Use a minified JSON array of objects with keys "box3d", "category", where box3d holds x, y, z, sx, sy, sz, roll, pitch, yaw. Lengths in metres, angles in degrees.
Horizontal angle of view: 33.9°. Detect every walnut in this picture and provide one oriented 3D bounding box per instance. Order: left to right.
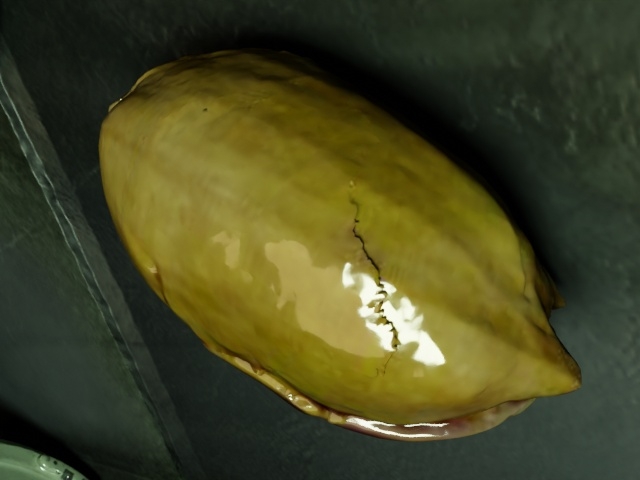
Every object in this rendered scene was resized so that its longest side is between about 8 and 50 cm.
[{"box3d":[0.000,0.000,0.448,0.245,0.137,0.137,37,141,24],"category":"walnut"}]

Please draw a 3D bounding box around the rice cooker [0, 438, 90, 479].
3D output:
[{"box3d":[-0.324,0.359,0.848,0.335,0.335,0.325,43,120,4],"category":"rice cooker"}]
